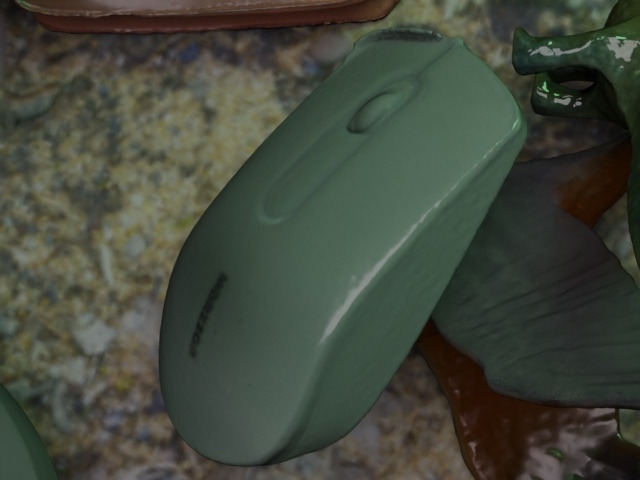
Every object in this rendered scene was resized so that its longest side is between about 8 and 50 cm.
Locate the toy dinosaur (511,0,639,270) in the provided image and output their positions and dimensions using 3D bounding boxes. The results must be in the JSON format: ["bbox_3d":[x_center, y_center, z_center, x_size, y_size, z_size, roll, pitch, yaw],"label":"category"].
[{"bbox_3d":[0.164,-0.088,0.952,0.147,0.076,0.363,6,40,20],"label":"toy dinosaur"}]

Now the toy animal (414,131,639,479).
[{"bbox_3d":[0.127,-0.020,0.997,0.302,0.225,0.284,27,67,20],"label":"toy animal"}]

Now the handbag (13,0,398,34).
[{"bbox_3d":[-0.061,-0.193,1.068,0.212,0.059,0.157,-1,83,7],"label":"handbag"}]

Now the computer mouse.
[{"bbox_3d":[0.000,0.000,0.932,0.128,0.079,0.231,30,91,45],"label":"computer mouse"}]

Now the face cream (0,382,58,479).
[{"bbox_3d":[-0.277,0.162,0.966,0.312,0.219,0.357,-13,79,6],"label":"face cream"}]
